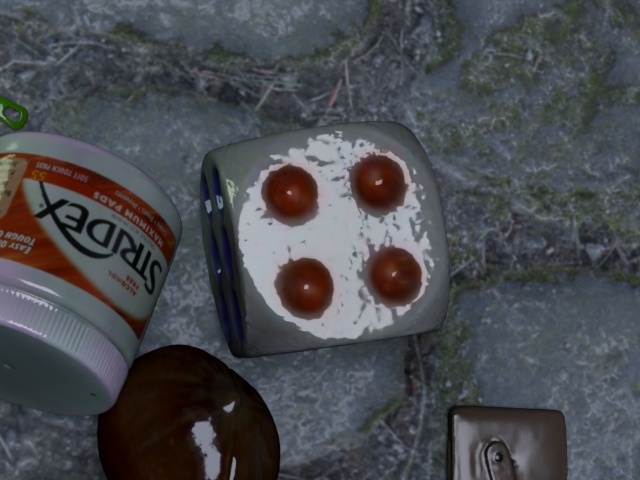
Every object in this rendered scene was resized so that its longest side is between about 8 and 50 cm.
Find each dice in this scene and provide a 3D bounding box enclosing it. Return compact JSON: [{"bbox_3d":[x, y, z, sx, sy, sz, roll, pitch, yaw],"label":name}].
[{"bbox_3d":[0.000,0.000,1.851,0.251,0.243,0.259,-8,85,-12],"label":"dice"}]

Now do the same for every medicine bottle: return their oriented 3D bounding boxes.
[{"bbox_3d":[-0.307,0.039,1.757,0.252,0.252,0.241,22,64,-7],"label":"medicine bottle"}]

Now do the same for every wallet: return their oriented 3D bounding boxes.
[{"bbox_3d":[0.235,0.266,1.956,0.153,0.039,0.118,2,78,-12],"label":"wallet"}]

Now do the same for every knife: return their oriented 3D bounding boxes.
[{"bbox_3d":[-0.437,-0.183,1.907,0.166,0.022,0.078,28,82,-4],"label":"knife"}]

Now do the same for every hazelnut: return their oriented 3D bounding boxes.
[{"bbox_3d":[-0.150,0.228,1.795,0.229,0.229,0.229,2,81,-11],"label":"hazelnut"}]
